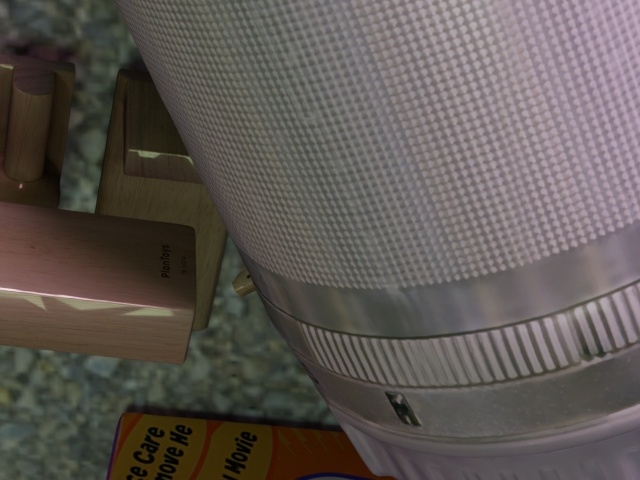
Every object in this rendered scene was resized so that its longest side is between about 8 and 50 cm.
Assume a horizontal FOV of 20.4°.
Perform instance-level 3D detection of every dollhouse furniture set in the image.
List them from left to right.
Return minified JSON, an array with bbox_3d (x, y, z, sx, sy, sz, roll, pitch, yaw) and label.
[{"bbox_3d":[-0.102,0.022,0.684,0.144,0.151,0.123,7,126,-11],"label":"dollhouse furniture set"}]

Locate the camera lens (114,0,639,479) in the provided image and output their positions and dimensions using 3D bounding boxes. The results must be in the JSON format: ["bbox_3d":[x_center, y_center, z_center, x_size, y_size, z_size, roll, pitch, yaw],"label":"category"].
[{"bbox_3d":[0.055,-0.076,0.593,0.219,0.219,0.274,-18,119,12],"label":"camera lens"}]

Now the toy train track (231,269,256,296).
[{"bbox_3d":[0.000,0.000,0.758,0.083,0.014,0.048,-25,157,6],"label":"toy train track"}]

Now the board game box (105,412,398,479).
[{"bbox_3d":[0.062,0.333,0.757,0.356,0.356,0.356,6,121,-2],"label":"board game box"}]
